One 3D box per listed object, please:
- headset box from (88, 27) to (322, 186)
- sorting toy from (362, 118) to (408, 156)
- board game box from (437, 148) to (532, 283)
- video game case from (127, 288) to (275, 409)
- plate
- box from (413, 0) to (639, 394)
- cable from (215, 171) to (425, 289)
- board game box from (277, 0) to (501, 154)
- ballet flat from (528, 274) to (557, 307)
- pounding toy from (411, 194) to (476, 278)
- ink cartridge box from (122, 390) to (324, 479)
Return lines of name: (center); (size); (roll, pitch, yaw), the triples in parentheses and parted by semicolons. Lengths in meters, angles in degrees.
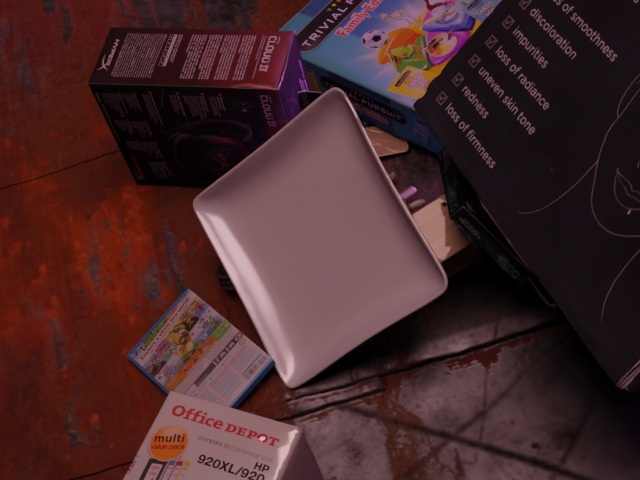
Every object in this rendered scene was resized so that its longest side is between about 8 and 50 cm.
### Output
headset box: (-0.134, -0.175, 1.648); (0.293, 0.218, 0.110); (3, 56, 15)
sorting toy: (0.085, -0.149, 1.711); (0.062, 0.012, 0.083); (-14, 53, -1)
board game box: (0.201, -0.036, 1.498); (0.026, 0.126, 0.186); (-41, 20, 20)
video game case: (-0.152, 0.150, 1.533); (0.166, 0.015, 0.119); (37, 80, 31)
plate: (0.000, 0.000, 1.472); (0.278, 0.045, 0.277); (-36, 75, 33)
box: (0.431, -0.141, 1.306); (0.472, 0.297, 0.480); (-51, 45, 23)
cable: (0.006, 0.003, 1.583); (0.287, 0.072, 0.139); (-35, 29, -4)
board game box: (0.133, -0.276, 1.741); (0.336, 0.079, 0.254); (28, 61, 28)
ballet flat: (0.316, 0.066, 1.486); (0.206, 0.073, 0.067); (42, 99, 35)
pounding toy: (0.111, 0.014, 1.525); (0.130, 0.141, 0.100); (-32, 74, -7)
ink cartridge box: (-0.122, 0.316, 1.323); (0.171, 0.168, 0.232); (13, 58, 21)
